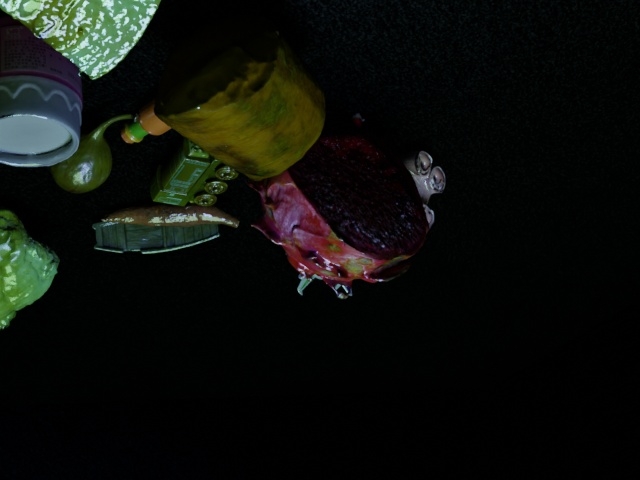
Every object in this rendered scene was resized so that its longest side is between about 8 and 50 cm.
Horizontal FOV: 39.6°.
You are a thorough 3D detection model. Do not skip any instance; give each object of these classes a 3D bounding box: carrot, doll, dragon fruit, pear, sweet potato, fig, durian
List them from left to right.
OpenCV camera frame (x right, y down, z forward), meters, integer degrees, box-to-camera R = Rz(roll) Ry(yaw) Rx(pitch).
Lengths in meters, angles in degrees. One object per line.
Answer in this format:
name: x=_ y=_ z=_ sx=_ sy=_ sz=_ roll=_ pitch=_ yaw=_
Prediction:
durian: x=-0.743 y=0.048 z=2.014 sx=0.256 sy=0.204 sz=0.339 roll=-26 pitch=145 yaw=2
pear: x=-0.346 y=-0.401 z=1.252 sx=0.239 sy=0.139 sz=0.288 roll=-34 pitch=144 yaw=14
fig: x=-0.429 y=-0.184 z=1.697 sx=0.124 sy=0.124 sz=0.236 roll=15 pitch=140 yaw=-41
sweet potato: x=-0.344 y=-0.062 z=2.045 sx=0.315 sy=0.066 sz=0.072 roll=-1 pitch=147 yaw=-12
carrot: x=-0.138 y=-0.251 z=1.502 sx=0.242 sy=0.241 sz=0.341 roll=-18 pitch=156 yaw=18
dragon fruit: x=0.016 y=-0.066 z=1.788 sx=0.386 sy=0.370 sz=0.249 roll=26 pitch=131 yaw=-24
doll: x=0.128 y=-0.087 z=2.052 sx=0.268 sy=0.216 sz=0.284 roll=2 pitch=150 yaw=42

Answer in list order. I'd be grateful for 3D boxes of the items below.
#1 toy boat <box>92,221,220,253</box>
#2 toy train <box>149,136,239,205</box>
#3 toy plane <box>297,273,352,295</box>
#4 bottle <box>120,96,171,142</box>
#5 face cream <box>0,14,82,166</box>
toy boat: x=-0.385 y=-0.016 z=2.098 sx=0.293 sy=0.093 sz=0.055 roll=-5 pitch=173 yaw=-9
toy train: x=-0.261 y=-0.147 z=1.862 sx=0.137 sy=0.090 sz=0.225 roll=9 pitch=150 yaw=-27
toy plane: x=0.019 y=0.073 z=2.413 sx=0.251 sy=0.101 sz=0.255 roll=-22 pitch=148 yaw=26
bottle: x=-0.310 y=-0.235 z=1.683 sx=0.187 sy=0.069 sz=0.069 roll=-23 pitch=152 yaw=35
face cream: x=-0.481 y=-0.242 z=1.455 sx=0.175 sy=0.194 sz=0.175 roll=-8 pitch=156 yaw=-4
